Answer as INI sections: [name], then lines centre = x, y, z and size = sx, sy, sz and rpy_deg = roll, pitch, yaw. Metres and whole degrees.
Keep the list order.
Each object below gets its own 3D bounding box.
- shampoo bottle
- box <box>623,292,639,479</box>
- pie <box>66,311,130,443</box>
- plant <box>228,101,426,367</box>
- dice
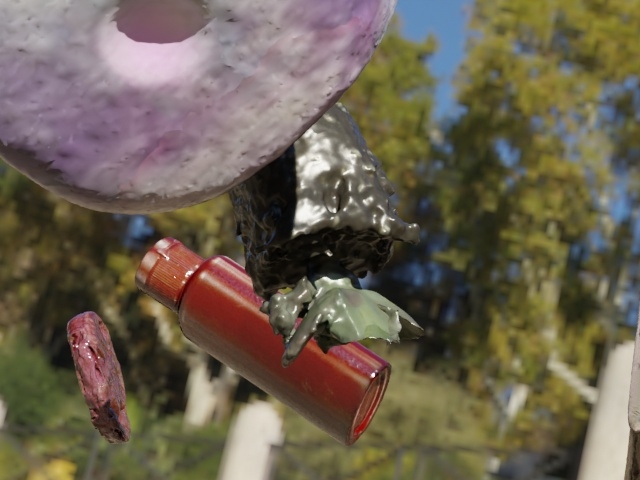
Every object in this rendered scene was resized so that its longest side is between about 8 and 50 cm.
[shampoo bottle]
centre = -0.058, 0.087, 1.811
size = 0.260, 0.064, 0.102
rpy_deg = 33, -49, 17
[box]
centre = 0.442, 0.177, 1.809
size = 0.297, 0.190, 0.225
rpy_deg = 5, -36, 10
[pie]
centre = -0.244, 0.151, 2.102
size = 0.038, 0.154, 0.153
rpy_deg = -15, -18, 2
[plant]
centre = 0.000, 0.000, 1.503
size = 0.142, 0.203, 0.131
rpy_deg = -19, -10, -22
[dice]
centre = -0.128, -0.202, 1.260
size = 0.270, 0.271, 0.270
rpy_deg = -39, -54, 17
